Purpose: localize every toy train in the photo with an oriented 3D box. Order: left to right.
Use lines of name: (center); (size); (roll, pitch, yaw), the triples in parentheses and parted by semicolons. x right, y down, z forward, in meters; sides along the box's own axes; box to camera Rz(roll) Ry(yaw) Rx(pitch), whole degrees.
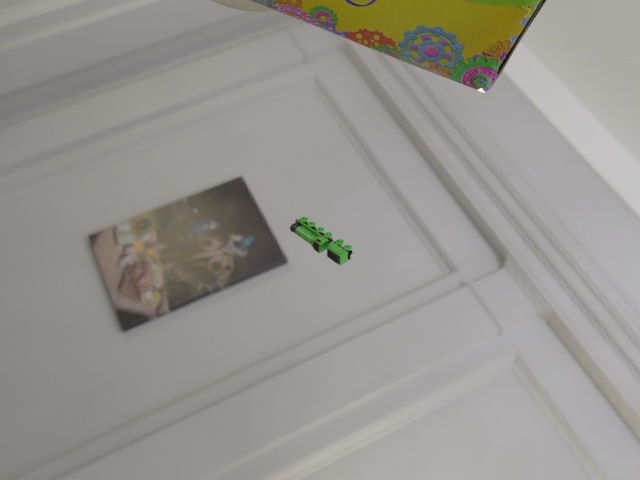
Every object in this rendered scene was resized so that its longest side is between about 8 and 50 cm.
toy train: (0.000, 0.000, 0.729); (0.083, 0.024, 0.017); (33, -43, 38)

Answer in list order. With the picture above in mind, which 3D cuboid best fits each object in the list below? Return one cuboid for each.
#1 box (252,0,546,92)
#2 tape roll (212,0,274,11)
box: (0.083, -0.285, 0.334); (0.290, 0.177, 0.279); (114, -4, -59)
tape roll: (-0.051, -0.434, 0.730); (0.392, 0.072, 0.392); (13, -66, 31)
